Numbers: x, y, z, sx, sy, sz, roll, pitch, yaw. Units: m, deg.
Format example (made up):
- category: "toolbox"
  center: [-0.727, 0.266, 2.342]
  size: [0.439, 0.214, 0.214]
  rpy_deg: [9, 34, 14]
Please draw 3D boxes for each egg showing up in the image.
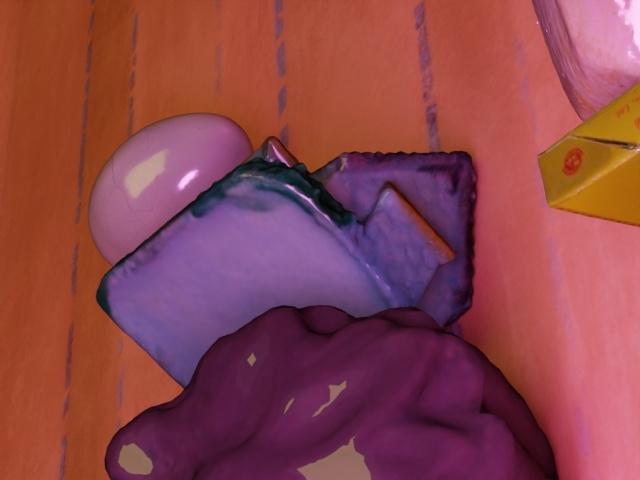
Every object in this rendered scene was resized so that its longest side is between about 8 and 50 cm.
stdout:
- category: "egg"
  center: [-0.150, -0.048, 2.036]
  size: [0.209, 0.151, 0.151]
  rpy_deg: [-46, 32, 27]

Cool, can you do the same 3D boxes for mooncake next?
- category: "mooncake"
  center: [0.001, 0.222, 1.399]
  size: [0.350, 0.212, 0.381]
  rpy_deg: [-30, 41, 12]

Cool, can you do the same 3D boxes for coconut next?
- category: "coconut"
  center: [0.248, -0.182, 1.344]
  size: [0.197, 0.237, 0.237]
  rpy_deg: [-4, 64, 55]

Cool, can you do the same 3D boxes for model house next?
- category: "model house"
  center: [0.000, 0.000, 1.688]
  size: [0.280, 0.230, 0.249]
  rpy_deg: [-34, 15, 43]

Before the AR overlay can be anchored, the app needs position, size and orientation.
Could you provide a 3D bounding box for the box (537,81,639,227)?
- category: "box"
  center: [0.308, -0.098, 1.190]
  size: [0.335, 0.187, 0.047]
  rpy_deg: [-37, 55, 43]
